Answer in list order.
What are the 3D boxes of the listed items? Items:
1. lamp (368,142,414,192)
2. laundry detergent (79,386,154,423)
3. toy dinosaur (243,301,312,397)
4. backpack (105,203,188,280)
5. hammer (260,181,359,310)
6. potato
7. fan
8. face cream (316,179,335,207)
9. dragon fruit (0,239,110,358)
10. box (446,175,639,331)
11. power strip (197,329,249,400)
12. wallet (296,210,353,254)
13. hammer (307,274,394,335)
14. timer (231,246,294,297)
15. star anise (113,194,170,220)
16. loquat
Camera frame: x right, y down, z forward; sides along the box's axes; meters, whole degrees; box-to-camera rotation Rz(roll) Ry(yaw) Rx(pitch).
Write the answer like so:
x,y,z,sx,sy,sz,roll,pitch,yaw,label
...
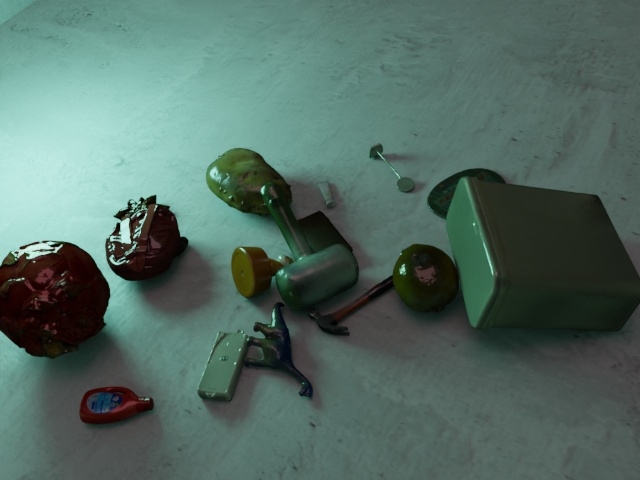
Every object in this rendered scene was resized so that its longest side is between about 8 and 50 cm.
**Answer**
x,y,z,sx,sy,sz,roll,pitch,yaw,label
0.205,-0.201,2.110,0.050,0.056,0.198,-25,57,-14,lamp
-0.464,0.376,1.682,0.165,0.049,0.097,-5,42,5,laundry detergent
-0.072,0.246,1.723,0.188,0.075,0.248,14,45,12,toy dinosaur
-0.477,0.015,1.968,0.229,0.139,0.229,-7,43,7,backpack
-0.056,-0.004,1.817,0.206,0.119,0.336,-25,78,-18,hammer
-0.201,-0.158,2.078,0.191,0.141,0.296,-26,43,-35,potato
0.444,-0.117,1.982,0.294,0.012,0.223,15,50,25,fan
0.018,-0.135,2.089,0.038,0.020,0.115,-16,42,-2,face cream
-0.664,0.138,1.806,0.277,0.277,0.343,-25,51,-12,dragon fruit
0.490,0.033,1.655,0.343,0.177,0.352,5,44,-10,box
-0.227,0.292,1.717,0.081,0.035,0.192,2,47,15,power strip
0.000,0.000,1.952,0.110,0.031,0.198,-26,46,-13,wallet
0.114,0.138,1.792,0.287,0.033,0.111,-32,47,-18,hammer
-0.134,0.069,1.873,0.152,0.132,0.132,-11,40,-31,timer
-0.520,-0.079,2.129,0.167,0.057,0.168,-7,45,8,star anise
0.247,0.085,1.737,0.152,0.152,0.195,-18,56,-5,loquat
